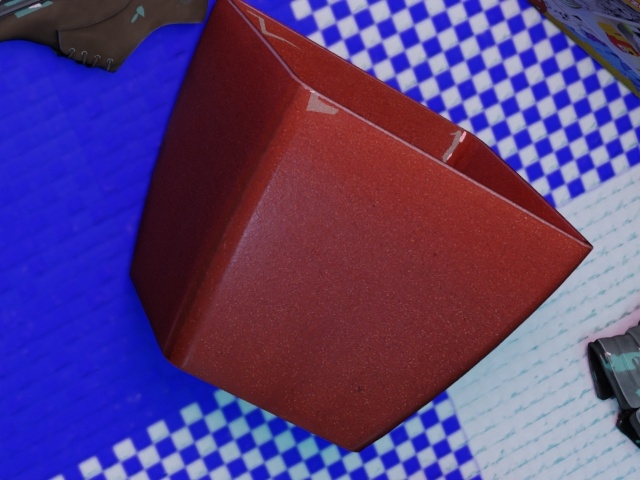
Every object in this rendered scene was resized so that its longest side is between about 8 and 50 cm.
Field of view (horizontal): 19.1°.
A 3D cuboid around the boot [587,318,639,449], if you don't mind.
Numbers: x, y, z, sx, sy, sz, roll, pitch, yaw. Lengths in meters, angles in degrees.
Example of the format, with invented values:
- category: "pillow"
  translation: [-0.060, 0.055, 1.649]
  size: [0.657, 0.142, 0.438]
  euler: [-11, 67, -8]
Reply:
- category: "boot"
  translation: [0.305, 0.066, 1.676]
  size: [0.161, 0.083, 0.247]
  euler: [-26, 107, -9]

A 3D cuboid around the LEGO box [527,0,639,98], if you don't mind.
- category: "LEGO box"
  translation: [0.441, -0.130, 1.528]
  size: [0.500, 0.372, 0.193]
  euler: [37, 86, -23]

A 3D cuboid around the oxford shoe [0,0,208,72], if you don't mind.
- category: "oxford shoe"
  translation: [-0.186, -0.164, 1.436]
  size: [0.227, 0.083, 0.096]
  euler: [-16, 110, -17]

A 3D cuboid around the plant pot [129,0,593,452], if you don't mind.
- category: "plant pot"
  translation: [0.000, 0.000, 1.458]
  size: [0.267, 0.267, 0.236]
  euler: [27, 102, -23]
